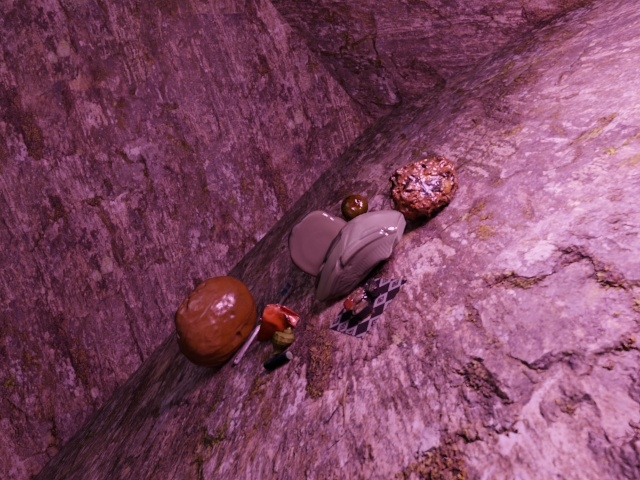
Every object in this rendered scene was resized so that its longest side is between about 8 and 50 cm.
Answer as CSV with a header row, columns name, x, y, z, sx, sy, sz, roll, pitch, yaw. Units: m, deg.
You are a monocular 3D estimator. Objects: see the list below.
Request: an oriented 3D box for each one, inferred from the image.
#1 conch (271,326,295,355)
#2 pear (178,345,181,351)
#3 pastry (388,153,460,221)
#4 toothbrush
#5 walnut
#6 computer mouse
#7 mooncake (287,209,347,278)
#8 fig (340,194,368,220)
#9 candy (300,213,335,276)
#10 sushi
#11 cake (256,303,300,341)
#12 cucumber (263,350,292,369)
name,x,y,z,sx,sy,sz,roll,pitch,yaw
conch,-0.134,0.353,1.484,0.121,0.074,0.089,-61,-15,8
pear,-0.594,0.489,2.124,0.255,0.164,0.238,-51,26,-6
pastry,0.344,-0.196,1.458,0.275,0.193,0.275,-40,13,11
toothbrush,-0.238,0.351,1.800,0.042,0.040,0.417,-18,33,56
walnut,-0.448,0.343,1.825,0.397,0.308,0.354,-55,-2,-30
computer mouse,0.106,0.036,1.454,0.429,0.146,0.228,-46,21,24
mooncake,0.002,0.014,1.656,0.275,0.275,0.135,-42,9,8
fig,0.141,-0.148,2.005,0.185,0.127,0.132,-12,48,57
candy,-0.016,0.022,2.029,0.124,0.124,0.365,-23,33,53
sushi,0.122,0.181,1.282,0.219,0.047,0.231,-49,15,-19
cake,-0.192,0.319,1.631,0.287,0.135,0.098,-40,27,51
cucumber,-0.148,0.404,1.409,0.133,0.032,0.032,-33,18,32
